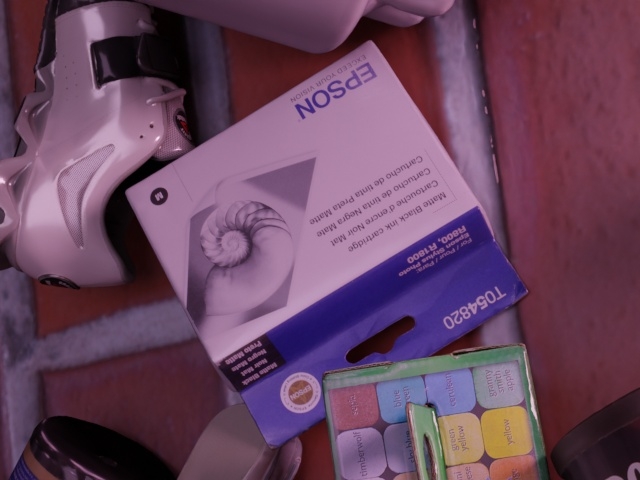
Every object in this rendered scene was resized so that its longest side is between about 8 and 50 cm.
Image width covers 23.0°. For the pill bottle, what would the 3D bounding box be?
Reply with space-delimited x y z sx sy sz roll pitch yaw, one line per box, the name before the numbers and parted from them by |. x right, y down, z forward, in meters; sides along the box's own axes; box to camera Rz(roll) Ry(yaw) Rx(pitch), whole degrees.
pill bottle | -0.209 0.257 1.215 0.123 0.123 0.219 33 100 31

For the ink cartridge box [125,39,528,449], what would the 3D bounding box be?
ink cartridge box | 0.000 0.000 1.135 0.223 0.045 0.224 -32 67 2

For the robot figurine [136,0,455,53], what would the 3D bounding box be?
robot figurine | -0.069 -0.254 1.102 0.353 0.300 0.200 15 85 -12

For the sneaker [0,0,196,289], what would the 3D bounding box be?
sneaker | -0.154 -0.118 1.258 0.146 0.122 0.331 14 86 12

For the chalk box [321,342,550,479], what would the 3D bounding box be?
chalk box | 0.076 0.144 0.989 0.132 0.213 0.132 -8 77 2

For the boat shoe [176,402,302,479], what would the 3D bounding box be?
boat shoe | -0.086 0.228 1.160 0.079 0.081 0.227 32 87 41

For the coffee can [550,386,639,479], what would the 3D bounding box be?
coffee can | 0.277 0.207 0.884 0.201 0.201 0.275 -31 68 23
